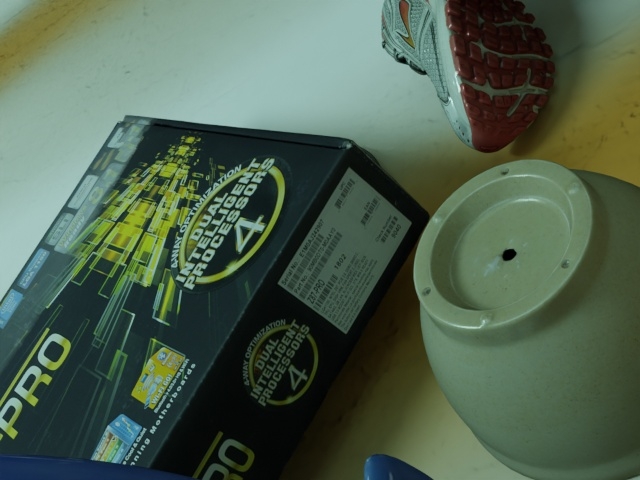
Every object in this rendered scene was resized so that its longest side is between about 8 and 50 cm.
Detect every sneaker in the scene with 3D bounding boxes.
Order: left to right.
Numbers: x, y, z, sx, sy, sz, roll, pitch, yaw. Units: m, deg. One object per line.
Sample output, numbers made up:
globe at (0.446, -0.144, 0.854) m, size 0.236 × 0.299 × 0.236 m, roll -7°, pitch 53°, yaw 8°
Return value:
sneaker at (0.095, -0.143, 0.706) m, size 0.093 × 0.088 × 0.225 m, roll -53°, pitch 33°, yaw 41°

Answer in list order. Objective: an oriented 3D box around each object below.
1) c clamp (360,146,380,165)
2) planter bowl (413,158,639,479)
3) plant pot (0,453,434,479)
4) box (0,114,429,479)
c clamp at (0.000, 0.000, 0.712) m, size 0.137 × 0.022 × 0.161 m, roll 12°, pitch 68°, yaw 54°
planter bowl at (0.115, 0.028, 0.504) m, size 0.162 × 0.109 × 0.162 m, roll -25°, pitch 44°, yaw 27°
plant pot at (-0.028, 0.223, 0.363) m, size 0.212 × 0.236 × 0.236 m, roll -9°, pitch 47°, yaw 7°
box at (-0.141, 0.103, 0.679) m, size 0.318 × 0.097 × 0.395 m, roll 14°, pitch 70°, yaw 56°
